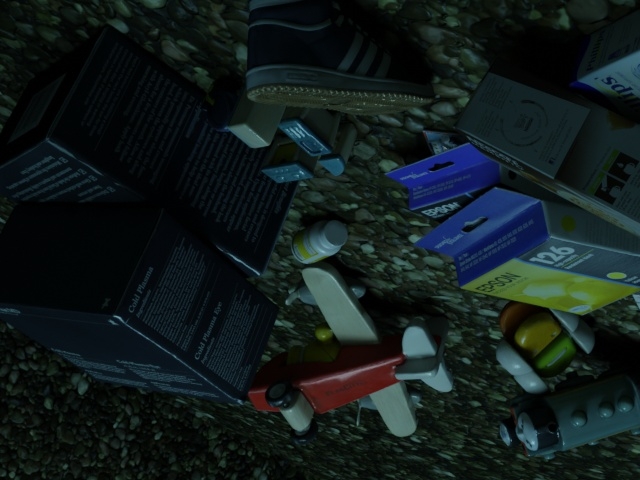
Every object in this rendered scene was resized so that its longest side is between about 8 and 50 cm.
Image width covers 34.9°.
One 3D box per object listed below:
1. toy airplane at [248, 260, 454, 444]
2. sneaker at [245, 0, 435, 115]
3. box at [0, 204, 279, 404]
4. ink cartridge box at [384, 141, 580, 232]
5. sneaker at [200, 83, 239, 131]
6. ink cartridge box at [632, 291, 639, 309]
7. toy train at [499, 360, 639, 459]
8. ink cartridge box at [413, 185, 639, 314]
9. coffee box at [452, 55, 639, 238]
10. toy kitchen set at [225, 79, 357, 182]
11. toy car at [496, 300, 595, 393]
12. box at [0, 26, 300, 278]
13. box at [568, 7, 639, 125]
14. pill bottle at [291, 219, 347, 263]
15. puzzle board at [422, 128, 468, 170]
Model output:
[{"bbox_3d":[0.078,0.222,2.053,0.385,0.272,0.386,15,122,-14],"label":"toy airplane"},{"bbox_3d":[0.028,-0.239,1.243,0.282,0.153,0.099,0,171,-40],"label":"sneaker"},{"bbox_3d":[-0.301,0.098,1.589,0.343,0.178,0.312,2,152,36],"label":"box"},{"bbox_3d":[0.228,-0.065,1.464,0.208,0.045,0.206,22,159,-27],"label":"ink cartridge box"},{"bbox_3d":[-0.131,-0.187,1.468,0.059,0.053,0.144,25,-165,-23],"label":"sneaker"},{"bbox_3d":[0.524,0.087,1.611,0.048,0.028,0.083,3,151,34],"label":"ink cartridge box"},{"bbox_3d":[0.491,0.301,1.833,0.334,0.142,0.190,-14,171,-8],"label":"toy train"},{"bbox_3d":[0.330,0.025,1.506,0.307,0.072,0.303,10,162,-14],"label":"ink cartridge box"},{"bbox_3d":[0.293,-0.099,1.160,0.247,0.098,0.141,32,-177,26],"label":"coffee box"},{"bbox_3d":[-0.072,-0.147,1.470,0.166,0.122,0.207,-5,146,45],"label":"toy kitchen set"},{"bbox_3d":[0.379,0.167,1.796,0.182,0.159,0.136,44,-177,-42],"label":"toy car"},{"bbox_3d":[-0.280,-0.107,1.617,0.395,0.211,0.294,35,153,-28],"label":"box"},{"bbox_3d":[0.364,-0.183,1.094,0.126,0.072,0.137,30,156,-20],"label":"box"},{"bbox_3d":[0.000,0.000,1.806,0.065,0.065,0.116,29,156,-20],"label":"pill bottle"},{"bbox_3d":[0.204,-0.115,1.454,0.096,0.011,0.128,9,154,25],"label":"puzzle board"}]
